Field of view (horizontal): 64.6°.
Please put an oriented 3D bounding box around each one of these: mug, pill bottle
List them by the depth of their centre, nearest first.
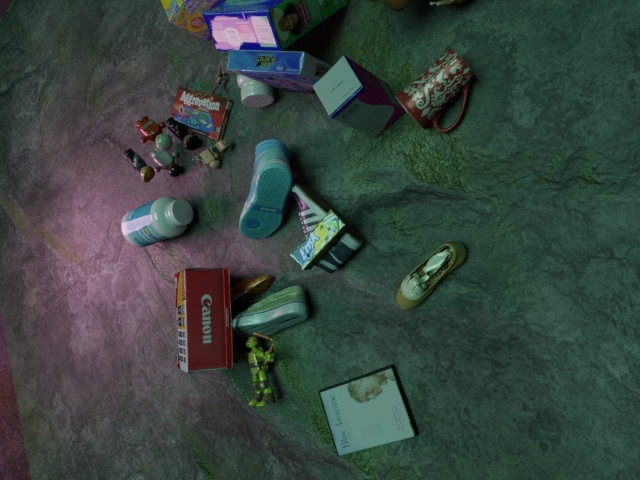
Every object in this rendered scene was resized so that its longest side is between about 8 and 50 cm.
[{"bbox_3d":[0.294,-0.361,1.239,0.169,0.150,0.113,-43,28,21],"label":"mug"},{"bbox_3d":[-0.204,-0.539,1.581,0.121,0.121,0.221,-12,79,35],"label":"pill bottle"},{"bbox_3d":[-0.573,-0.070,1.797,0.264,0.146,0.146,-15,78,35],"label":"pill bottle"}]

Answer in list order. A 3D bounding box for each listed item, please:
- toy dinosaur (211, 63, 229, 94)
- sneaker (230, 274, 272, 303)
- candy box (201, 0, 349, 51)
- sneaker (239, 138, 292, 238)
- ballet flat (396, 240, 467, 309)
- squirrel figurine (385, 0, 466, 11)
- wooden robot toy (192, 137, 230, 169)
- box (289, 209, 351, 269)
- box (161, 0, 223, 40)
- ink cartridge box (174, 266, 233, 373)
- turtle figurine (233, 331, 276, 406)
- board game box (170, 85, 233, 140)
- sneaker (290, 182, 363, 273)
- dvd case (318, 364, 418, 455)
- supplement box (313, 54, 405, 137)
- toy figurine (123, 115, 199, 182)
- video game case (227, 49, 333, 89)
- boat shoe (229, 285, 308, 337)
[{"bbox_3d":[-0.351,-0.540,1.724,0.082,0.090,0.047,-47,40,-11],"label":"toy dinosaur"},{"bbox_3d":[-0.223,0.140,1.583,0.175,0.064,0.067,-28,61,28],"label":"sneaker"},{"bbox_3d":[-0.123,-0.655,1.426,0.268,0.122,0.317,18,54,37],"label":"candy box"},{"bbox_3d":[-0.163,-0.166,1.542,0.208,0.127,0.319,-94,26,-42],"label":"sneaker"},{"bbox_3d":[0.254,0.083,1.235,0.232,0.073,0.080,-50,61,23],"label":"ballet flat"},{"bbox_3d":[0.238,-0.724,1.134,0.370,0.281,0.397,16,127,2],"label":"squirrel figurine"},{"bbox_3d":[-0.358,-0.283,1.724,0.173,0.076,0.079,-23,109,32],"label":"wooden robot toy"},{"bbox_3d":[0.000,0.000,1.329,0.169,0.054,0.059,-47,72,15],"label":"box"},{"bbox_3d":[-0.402,-0.905,1.717,0.290,0.177,0.279,-35,67,28],"label":"box"},{"bbox_3d":[-0.366,0.242,1.567,0.272,0.130,0.310,159,108,-64],"label":"ink cartridge box"},{"bbox_3d":[-0.197,0.382,1.531,0.269,0.087,0.217,-16,82,45],"label":"turtle figurine"},{"bbox_3d":[-0.427,-0.453,1.795,0.281,0.027,0.145,23,99,35],"label":"board game box"},{"bbox_3d":[-0.021,-0.031,1.426,0.282,0.099,0.153,46,110,26],"label":"sneaker"},{"bbox_3d":[0.118,0.451,1.337,0.253,0.022,0.180,-29,71,31],"label":"dvd case"},{"bbox_3d":[0.102,-0.358,1.287,0.111,0.220,0.114,-38,65,27],"label":"supplement box"},{"bbox_3d":[-0.550,-0.314,1.765,0.148,0.213,0.209,41,114,13],"label":"toy figurine"},{"bbox_3d":[-0.078,-0.463,1.408,0.269,0.244,0.061,17,101,35],"label":"video game case"},{"bbox_3d":[-0.156,0.219,1.519,0.302,0.109,0.094,-20,50,29],"label":"boat shoe"}]
